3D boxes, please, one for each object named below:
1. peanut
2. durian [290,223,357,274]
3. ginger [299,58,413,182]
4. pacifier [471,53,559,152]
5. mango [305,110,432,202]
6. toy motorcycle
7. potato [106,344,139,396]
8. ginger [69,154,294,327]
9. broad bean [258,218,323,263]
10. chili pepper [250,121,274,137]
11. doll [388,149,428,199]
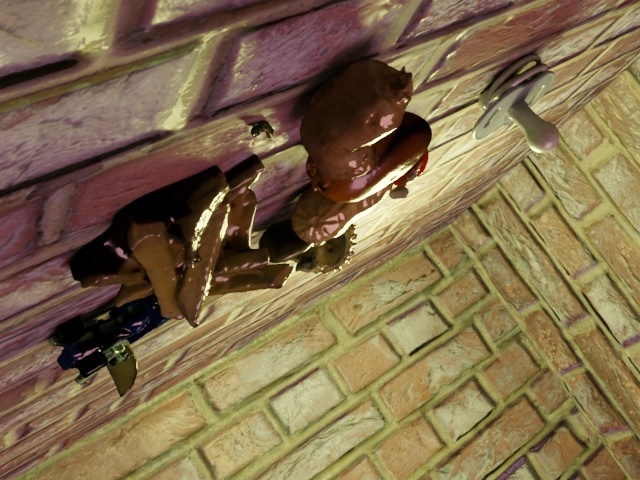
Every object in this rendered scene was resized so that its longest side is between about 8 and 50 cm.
[{"bbox_3d":[0.061,-0.104,1.886,0.305,0.147,0.147,-31,170,-23],"label":"peanut"},{"bbox_3d":[0.000,0.000,2.161,0.166,0.172,0.306,7,153,-38],"label":"durian"},{"bbox_3d":[0.056,-0.211,1.312,0.152,0.138,0.267,17,144,-18],"label":"ginger"},{"bbox_3d":[0.557,-0.340,2.075,0.299,0.233,0.244,-30,166,-30],"label":"pacifier"},{"bbox_3d":[0.097,-0.183,1.582,0.287,0.153,0.201,-32,160,-24],"label":"mango"},{"bbox_3d":[-0.435,0.186,1.730,0.331,0.125,0.196,-31,168,-37],"label":"toy motorcycle"},{"bbox_3d":[-0.517,0.332,2.051,0.081,0.149,0.120,-28,172,-4],"label":"potato"},{"bbox_3d":[-0.220,0.033,1.432,0.358,0.211,0.413,-43,166,32],"label":"ginger"},{"bbox_3d":[-0.072,-0.005,1.943,0.153,0.072,0.206,7,-159,36],"label":"broad bean"},{"bbox_3d":[-0.097,-0.187,1.304,0.027,0.022,0.083,-39,173,20],"label":"chili pepper"},{"bbox_3d":[0.213,-0.184,2.007,0.183,0.085,0.217,-13,-137,54],"label":"doll"}]
